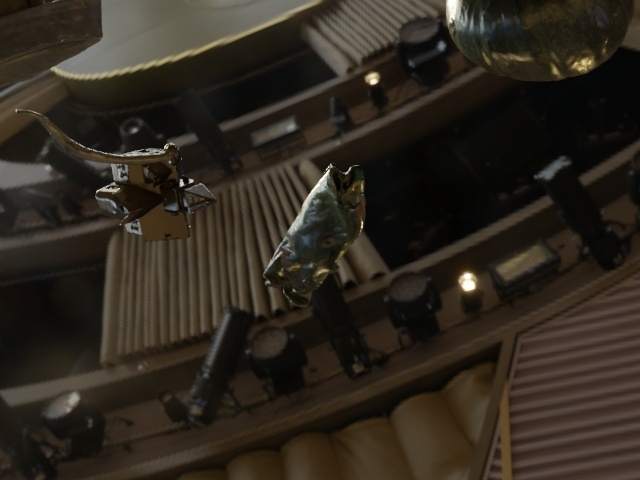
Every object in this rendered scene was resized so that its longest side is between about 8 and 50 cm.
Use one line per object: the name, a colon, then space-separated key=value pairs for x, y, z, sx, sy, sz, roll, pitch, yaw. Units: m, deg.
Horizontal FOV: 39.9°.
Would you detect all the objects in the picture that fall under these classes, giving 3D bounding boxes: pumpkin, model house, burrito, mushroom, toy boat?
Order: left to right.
toy boat: x=-0.473 y=-0.334 z=1.217 sx=0.276 sy=0.111 sz=0.293 roll=-37 pitch=-92 yaw=-3
mushroom: x=-0.407 y=-0.177 z=1.624 sx=0.306 sy=0.068 sz=0.043 roll=10 pitch=-176 yaw=-20
model house: x=-0.302 y=-0.083 z=1.727 sx=0.248 sy=0.181 sz=0.176 roll=7 pitch=-156 yaw=42
burrito: x=-0.002 y=-0.003 z=1.301 sx=0.096 sy=0.309 sz=0.066 roll=29 pitch=-131 yaw=-2
pumpkin: x=0.348 y=-0.412 z=1.385 sx=0.291 sy=0.257 sz=0.328 roll=7 pitch=-104 yaw=32
